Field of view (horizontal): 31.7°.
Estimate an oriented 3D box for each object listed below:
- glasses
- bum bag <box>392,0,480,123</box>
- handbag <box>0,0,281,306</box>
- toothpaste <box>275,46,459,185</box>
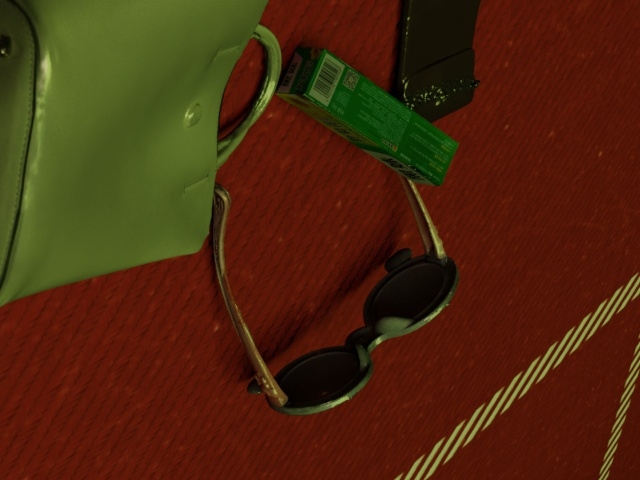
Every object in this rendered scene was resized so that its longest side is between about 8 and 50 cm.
[{"bbox_3d":[0.000,0.000,1.004,0.234,0.118,0.268,-39,124,-24],"label":"glasses"},{"bbox_3d":[0.107,-0.173,0.998,0.109,0.026,0.159,-29,139,-35],"label":"bum bag"},{"bbox_3d":[-0.106,-0.079,0.728,0.315,0.109,0.241,-16,131,-51],"label":"handbag"},{"bbox_3d":[0.041,-0.097,0.915,0.178,0.037,0.043,28,79,-41],"label":"toothpaste"}]
